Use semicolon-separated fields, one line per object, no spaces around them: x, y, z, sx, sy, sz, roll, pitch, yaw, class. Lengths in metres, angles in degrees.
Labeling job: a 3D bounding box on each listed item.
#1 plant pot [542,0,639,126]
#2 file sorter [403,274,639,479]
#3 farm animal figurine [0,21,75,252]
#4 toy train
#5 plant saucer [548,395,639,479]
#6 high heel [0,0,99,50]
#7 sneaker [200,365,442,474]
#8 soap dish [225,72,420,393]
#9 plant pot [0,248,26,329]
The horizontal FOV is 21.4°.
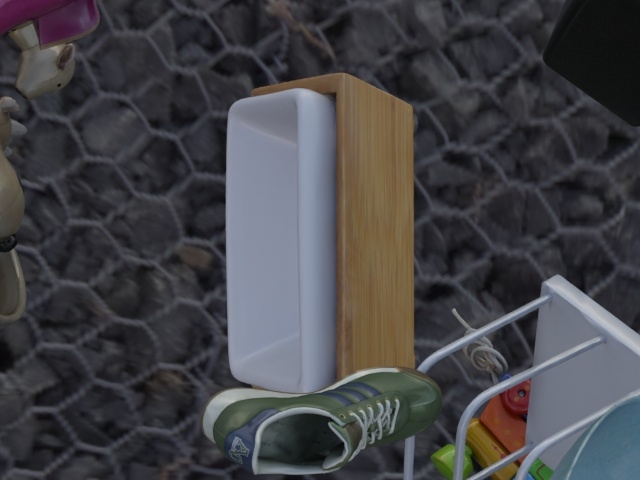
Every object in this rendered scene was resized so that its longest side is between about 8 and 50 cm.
0.332;-0.229;1.703;0.187;0.167;0.188;34;50;-9;plant pot
0.211;0.200;1.332;0.173;0.193;0.278;-23;44;-28;file sorter
-0.306;-0.109;1.428;0.330;0.172;0.326;-42;43;35;farm animal figurine
0.177;0.211;1.869;0.143;0.105;0.248;-39;74;-13;toy train
0.138;0.172;0.836;0.037;0.195;0.195;2;81;36;plant saucer
-0.262;-0.151;1.128;0.244;0.117;0.082;-17;60;-10;high heel
0.014;0.143;1.261;0.192;0.086;0.064;-4;109;-21;sneaker
0.000;0.000;1.541;0.118;0.229;0.291;0;91;-22;soap dish
-0.556;0.021;2.008;0.280;0.323;0.323;-29;78;7;plant pot
